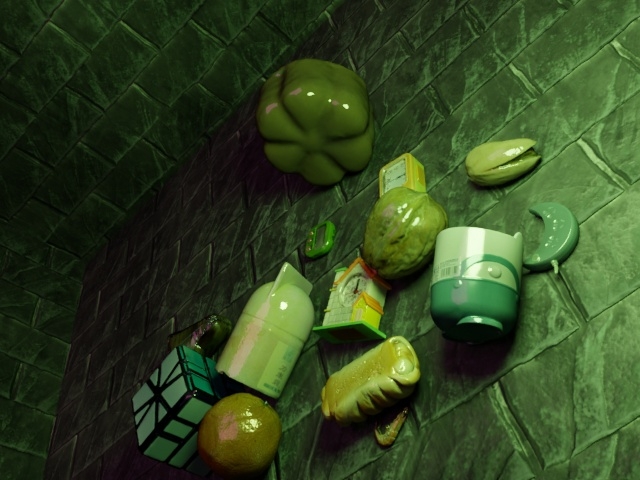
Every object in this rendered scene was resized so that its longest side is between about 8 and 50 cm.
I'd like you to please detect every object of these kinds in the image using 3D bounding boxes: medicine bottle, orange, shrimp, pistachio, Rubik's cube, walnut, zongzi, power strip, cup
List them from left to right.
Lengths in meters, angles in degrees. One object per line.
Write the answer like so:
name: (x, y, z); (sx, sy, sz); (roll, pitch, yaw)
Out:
Rubik's cube: (-0.435, 0.573, 2.139); (0.293, 0.283, 0.288); (-52, 32, 7)
zongzi: (-0.475, 0.451, 2.433); (0.286, 0.138, 0.300); (-28, 41, 29)
orange: (-0.240, 0.589, 1.910); (0.264, 0.264, 0.264); (-32, 39, 30)
medicine bottle: (-0.155, 0.289, 2.080); (0.235, 0.235, 0.406); (7, 67, 54)
shrimp: (0.186, 0.479, 1.668); (0.127, 0.025, 0.091); (-54, 31, 7)
walnut: (0.243, -0.021, 1.869); (0.283, 0.227, 0.283); (-54, -10, -14)
cup: (0.377, 0.121, 1.598); (0.290, 0.219, 0.258); (122, 161, -66)
pistachio: (0.515, -0.227, 1.808); (0.226, 0.136, 0.136); (-15, 49, 37)
power strip: (0.578, -0.005, 1.591); (0.137, 0.044, 0.216); (-17, 48, 43)

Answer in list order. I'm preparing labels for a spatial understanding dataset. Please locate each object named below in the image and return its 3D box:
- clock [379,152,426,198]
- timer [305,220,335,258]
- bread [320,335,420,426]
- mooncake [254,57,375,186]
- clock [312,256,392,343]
clock: (0.270, -0.178, 2.096); (0.143, 0.096, 0.202); (-33, 37, 35)
timer: (0.000, 0.000, 2.321); (0.128, 0.047, 0.140); (-26, 42, 39)
bread: (0.135, 0.393, 1.722); (0.311, 0.121, 0.173); (-36, 34, 26)
mooncake: (-0.020, -0.430, 2.365); (0.467, 0.467, 0.262); (-29, 38, 34)
clock: (0.110, 0.178, 1.963); (0.219, 0.106, 0.255); (-16, 48, 44)
